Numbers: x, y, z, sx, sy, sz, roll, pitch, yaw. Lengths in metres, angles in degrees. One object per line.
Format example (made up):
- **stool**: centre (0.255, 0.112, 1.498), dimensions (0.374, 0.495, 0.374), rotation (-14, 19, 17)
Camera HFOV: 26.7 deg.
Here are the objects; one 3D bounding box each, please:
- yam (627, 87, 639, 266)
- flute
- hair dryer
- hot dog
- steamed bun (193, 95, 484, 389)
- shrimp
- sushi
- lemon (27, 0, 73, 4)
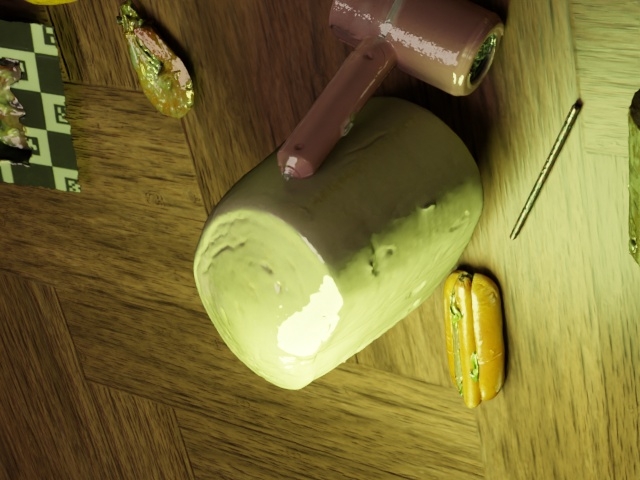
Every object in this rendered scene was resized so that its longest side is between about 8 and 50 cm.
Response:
- **yam**: centre (0.465, -0.077, 1.686), dimensions (0.161, 0.161, 0.268), rotation (17, 133, 31)
- **flute**: centre (0.315, -0.093, 1.904), dimensions (0.014, 0.014, 0.269), rotation (34, 138, 14)
- **hair dryer**: centre (0.069, -0.200, 1.784), dimensions (0.210, 0.352, 0.125), rotation (29, 160, 18)
- **hot dog**: centre (0.240, 0.157, 2.126), dimensions (0.100, 0.068, 0.249), rotation (14, 129, 33)
- **steamed bun**: centre (0.000, 0.000, 1.961), dimensions (0.290, 0.371, 0.456), rotation (47, 151, 13)
- **shrimp**: centre (-0.269, -0.300, 2.212), dimensions (0.115, 0.051, 0.217), rotation (-7, 115, 36)
- **sushi**: centre (-0.576, -0.276, 2.459), dimensions (0.296, 0.100, 0.373), rotation (8, 133, 12)
- **lemon**: centre (-0.421, -0.462, 2.107), dimensions (0.257, 0.188, 0.188), rotation (4, 124, 43)
